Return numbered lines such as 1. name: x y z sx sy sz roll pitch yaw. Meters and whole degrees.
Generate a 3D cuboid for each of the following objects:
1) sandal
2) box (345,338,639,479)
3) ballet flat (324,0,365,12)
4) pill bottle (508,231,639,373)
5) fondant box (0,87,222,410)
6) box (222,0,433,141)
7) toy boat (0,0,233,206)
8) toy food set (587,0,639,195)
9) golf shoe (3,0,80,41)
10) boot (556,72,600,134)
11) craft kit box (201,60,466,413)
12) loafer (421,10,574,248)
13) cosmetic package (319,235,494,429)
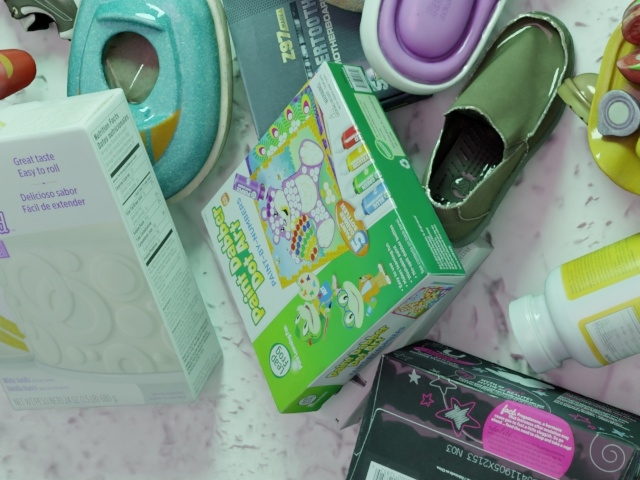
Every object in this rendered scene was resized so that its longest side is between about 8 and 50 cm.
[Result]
1. sandal: 0.162 -0.333 1.087 0.169 0.102 0.416 14 94 -18
2. box: 0.170 0.213 1.111 0.247 0.142 0.163 19 99 22
3. ballet flat: -0.045 -0.345 1.147 0.107 0.106 0.316 -46 73 15
4. pill bottle: 0.273 0.057 1.086 0.184 0.103 0.103 -24 82 21
5. fondant box: -0.270 0.021 1.234 0.238 0.096 0.330 -6 118 22
6. box: -0.002 -0.232 1.218 0.183 0.059 0.232 -16 84 22
7. toy boat: -0.249 -0.161 1.250 0.318 0.148 0.267 7 108 17
8. toy food set: 0.299 -0.146 0.997 0.128 0.071 0.218 12 90 19
9. golf shoe: -0.347 -0.293 1.351 0.198 0.077 0.094 24 100 21
10. boot: 0.384 -0.164 1.053 0.236 0.089 0.269 39 103 10
11. craft kit box: 0.000 0.000 1.139 0.246 0.061 0.250 -49 54 39
12. loafer: 0.168 -0.111 1.110 0.094 0.087 0.251 24 81 15
13. cosmetic package: 0.062 0.071 1.196 0.099 0.060 0.239 40 105 16
